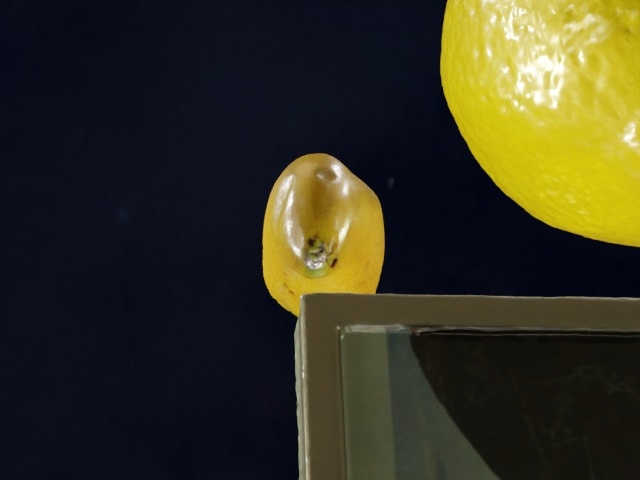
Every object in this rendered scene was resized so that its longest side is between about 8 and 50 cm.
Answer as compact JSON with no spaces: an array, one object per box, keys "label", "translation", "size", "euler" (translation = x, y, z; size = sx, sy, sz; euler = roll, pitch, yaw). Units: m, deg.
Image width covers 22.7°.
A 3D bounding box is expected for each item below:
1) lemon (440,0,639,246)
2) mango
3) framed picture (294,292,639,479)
[{"label":"lemon","translation":[0.148,-0.086,0.699],"size":[0.187,0.187,0.244],"euler":[-12,-164,-12]},{"label":"mango","translation":[0.000,0.000,0.953],"size":[0.075,0.190,0.098],"euler":[-3,-104,5]},{"label":"framed picture","translation":[0.070,0.102,0.382],"size":[0.150,0.015,0.203],"euler":[1,-124,-4]}]
